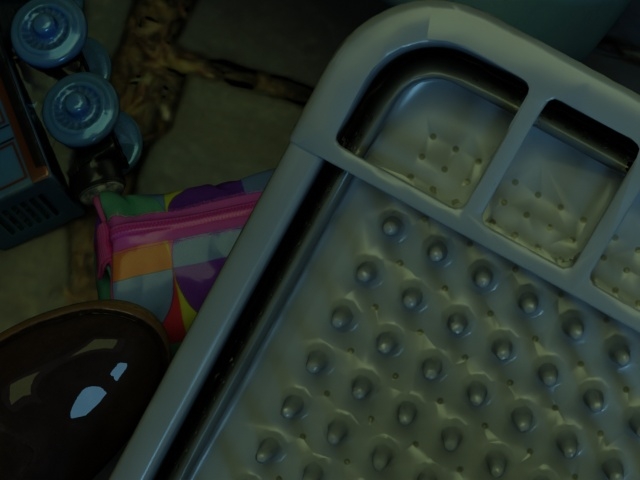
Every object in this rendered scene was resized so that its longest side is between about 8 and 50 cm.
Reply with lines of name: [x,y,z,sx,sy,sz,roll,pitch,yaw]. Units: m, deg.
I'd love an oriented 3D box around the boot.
boot: [-0.161,0.147,0.739,0.248,0.207,0.090,-38,113,8]

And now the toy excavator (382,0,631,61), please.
toy excavator: [0.161,-0.161,0.815,0.433,0.222,0.445,-4,51,-44]

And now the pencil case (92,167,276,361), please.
pencil case: [0.000,0.000,0.854,0.236,0.104,0.104,-13,70,-2]

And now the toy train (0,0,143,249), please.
toy train: [-0.169,-0.090,0.905,0.105,0.080,0.184,-24,71,-1]

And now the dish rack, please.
dish rack: [0.076,0.087,0.772,0.285,0.072,0.333,29,97,2]
